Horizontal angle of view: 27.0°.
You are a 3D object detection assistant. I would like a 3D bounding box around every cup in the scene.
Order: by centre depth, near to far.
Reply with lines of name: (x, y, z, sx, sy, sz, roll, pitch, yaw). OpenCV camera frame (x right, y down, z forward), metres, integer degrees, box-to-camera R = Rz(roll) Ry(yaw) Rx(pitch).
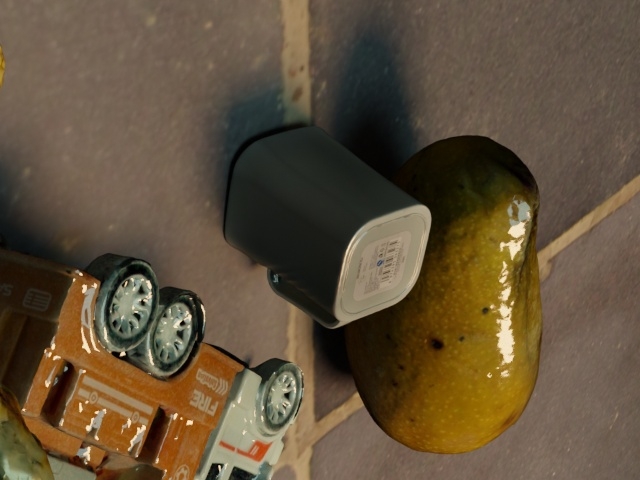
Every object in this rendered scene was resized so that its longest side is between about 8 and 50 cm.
cup: (0.000, 0.000, 0.978, 0.095, 0.129, 0.128, -17, 130, -39)

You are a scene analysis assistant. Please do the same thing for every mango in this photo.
mango: (0.099, 0.047, 1.097, 0.175, 0.176, 0.329, -55, 150, -37)

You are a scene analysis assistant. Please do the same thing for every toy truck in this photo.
toy truck: (-0.133, 0.126, 0.846, 0.338, 0.133, 0.184, 42, 64, -57)

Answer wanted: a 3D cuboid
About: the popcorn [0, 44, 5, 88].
popcorn: (-0.204, -0.088, 0.698, 0.082, 0.057, 0.083, -38, 138, -41)

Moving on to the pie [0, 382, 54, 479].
pie: (-0.243, 0.146, 0.643, 0.105, 0.257, 0.274, -51, 155, -65)
